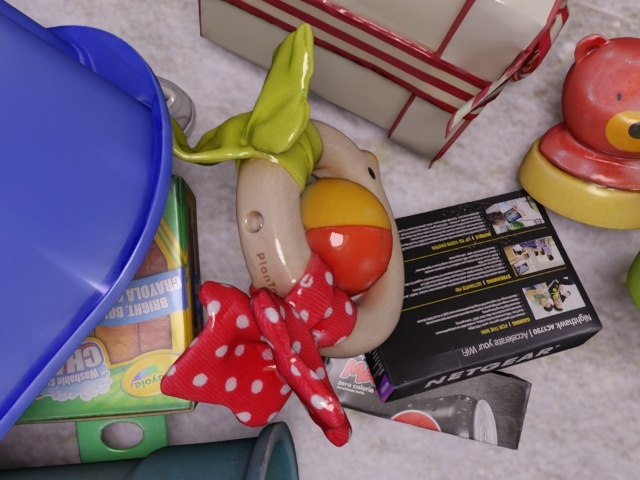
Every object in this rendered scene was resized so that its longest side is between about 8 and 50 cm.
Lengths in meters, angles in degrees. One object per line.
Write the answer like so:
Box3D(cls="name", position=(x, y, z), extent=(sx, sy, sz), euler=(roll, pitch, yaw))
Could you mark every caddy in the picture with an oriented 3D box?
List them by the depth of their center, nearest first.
Box3D(cls="caddy", position=(-0.237, 0.002, 0.424), extent=(0.241, 0.179, 0.341), euler=(39, 88, 32))

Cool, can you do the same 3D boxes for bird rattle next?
Box3D(cls="bird rattle", position=(0.000, 0.000, 0.487), extent=(0.143, 0.207, 0.253), euler=(-29, 69, 30))

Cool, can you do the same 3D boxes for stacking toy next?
Box3D(cls="stacking toy", position=(0.330, -0.045, 0.542), extent=(0.309, 0.279, 0.130), euler=(2, 124, -8))

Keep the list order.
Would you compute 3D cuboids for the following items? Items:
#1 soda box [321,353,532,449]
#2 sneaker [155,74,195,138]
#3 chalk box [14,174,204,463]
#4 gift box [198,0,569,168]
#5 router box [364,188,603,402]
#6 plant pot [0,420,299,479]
Box3D(cls="soda box", position=(0.081, 0.122, 0.628), extent=(0.169, 0.053, 0.060), euler=(14, 85, -3))
Box3D(cls="sneaker", position=(-0.208, -0.120, 0.601), extent=(0.212, 0.094, 0.080), euler=(3, 87, -4))
Box3D(cls="chalk box", position=(-0.156, 0.067, 0.573), extent=(0.133, 0.132, 0.212), euler=(-5, 86, -5))
Box3D(cls="gift box", position=(0.065, -0.206, 0.553), extent=(0.258, 0.255, 0.276), euler=(25, 79, -1))
Box3D(cls="router box", position=(0.112, 0.039, 0.606), extent=(0.179, 0.046, 0.133), euler=(-13, 65, -13))
Box3D(cls="plant pot", position=(-0.190, 0.285, 0.474), extent=(0.335, 0.341, 0.340), euler=(0, 86, 3))
